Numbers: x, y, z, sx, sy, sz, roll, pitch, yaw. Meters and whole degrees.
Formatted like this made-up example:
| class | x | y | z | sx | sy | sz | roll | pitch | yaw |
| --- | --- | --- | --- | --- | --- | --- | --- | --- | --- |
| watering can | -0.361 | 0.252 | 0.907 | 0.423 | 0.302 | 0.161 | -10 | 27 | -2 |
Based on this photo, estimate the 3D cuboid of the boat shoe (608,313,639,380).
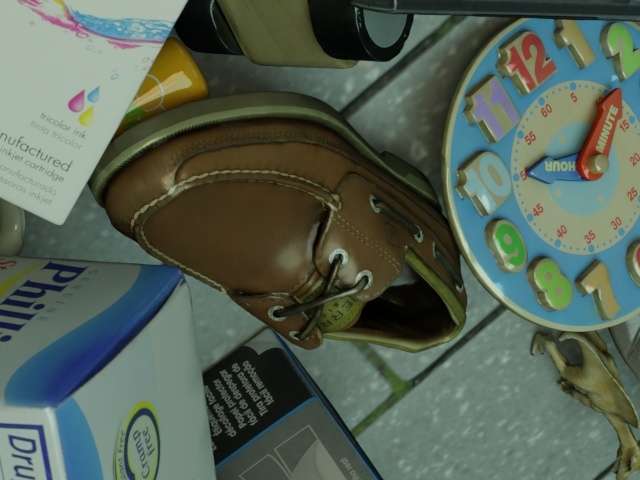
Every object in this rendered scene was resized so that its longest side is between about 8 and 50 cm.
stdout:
| class | x | y | z | sx | sy | sz | roll | pitch | yaw |
| --- | --- | --- | --- | --- | --- | --- | --- | --- | --- |
| boat shoe | 0.280 | 0.070 | 1.151 | 0.123 | 0.116 | 0.324 | -26 | 112 | 9 |

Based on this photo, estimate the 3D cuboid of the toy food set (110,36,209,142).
| class | x | y | z | sx | sy | sz | roll | pitch | yaw |
| --- | --- | --- | --- | --- | --- | --- | --- | --- | --- |
| toy food set | -0.157 | -0.145 | 0.771 | 0.104 | 0.111 | 0.232 | -32 | 126 | -5 |

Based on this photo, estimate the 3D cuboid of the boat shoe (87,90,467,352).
| class | x | y | z | sx | sy | sz | roll | pitch | yaw |
| --- | --- | --- | --- | --- | --- | --- | --- | --- | --- |
| boat shoe | 0.000 | 0.000 | 0.882 | 0.111 | 0.104 | 0.307 | -35 | 156 | 26 |

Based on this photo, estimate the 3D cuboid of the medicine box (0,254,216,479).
| class | x | y | z | sx | sy | sz | roll | pitch | yaw |
| --- | --- | --- | --- | --- | --- | --- | --- | --- | --- |
| medicine box | -0.207 | 0.151 | 0.792 | 0.289 | 0.149 | 0.263 | 3 | 115 | 18 |

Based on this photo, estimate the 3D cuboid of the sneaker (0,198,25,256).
| class | x | y | z | sx | sy | sz | roll | pitch | yaw |
| --- | --- | --- | --- | --- | --- | --- | --- | --- | --- |
| sneaker | -0.214 | -0.070 | 0.787 | 0.090 | 0.115 | 0.232 | -41 | 130 | 1 |

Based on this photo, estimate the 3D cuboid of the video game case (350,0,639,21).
| class | x | y | z | sx | sy | sz | roll | pitch | yaw |
| --- | --- | --- | --- | --- | --- | --- | --- | --- | --- |
| video game case | 0.120 | -0.250 | 0.800 | 0.248 | 0.035 | 0.275 | -8 | 109 | -49 |

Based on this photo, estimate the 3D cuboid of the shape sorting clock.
| class | x | y | z | sx | sy | sz | roll | pitch | yaw |
| --- | --- | --- | --- | --- | --- | --- | --- | --- | --- |
| shape sorting clock | 0.164 | -0.046 | 0.997 | 0.206 | 0.040 | 0.206 | 2 | 86 | -26 |

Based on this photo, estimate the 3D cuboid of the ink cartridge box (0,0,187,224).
| class | x | y | z | sx | sy | sz | roll | pitch | yaw |
| --- | --- | --- | --- | --- | --- | --- | --- | --- | --- |
| ink cartridge box | -0.115 | -0.136 | 0.669 | 0.134 | 0.078 | 0.231 | 26 | 121 | -12 |

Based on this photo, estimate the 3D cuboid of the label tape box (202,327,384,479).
| class | x | y | z | sx | sy | sz | roll | pitch | yaw |
| --- | --- | --- | --- | --- | --- | --- | --- | --- | --- |
| label tape box | -0.097 | 0.243 | 0.974 | 0.333 | 0.240 | 0.106 | -36 | 131 | -3 |

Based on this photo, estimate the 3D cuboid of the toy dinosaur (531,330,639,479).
| class | x | y | z | sx | sy | sz | roll | pitch | yaw |
| --- | --- | --- | --- | --- | --- | --- | --- | --- | --- |
| toy dinosaur | 0.196 | 0.093 | 1.130 | 0.053 | 0.092 | 0.183 | -34 | 130 | -5 |

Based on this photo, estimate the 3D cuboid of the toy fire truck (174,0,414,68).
| class | x | y | z | sx | sy | sz | roll | pitch | yaw |
| --- | --- | --- | --- | --- | --- | --- | --- | --- | --- |
| toy fire truck | 0.017 | -0.236 | 0.804 | 0.246 | 0.158 | 0.217 | -61 | 140 | -32 |
